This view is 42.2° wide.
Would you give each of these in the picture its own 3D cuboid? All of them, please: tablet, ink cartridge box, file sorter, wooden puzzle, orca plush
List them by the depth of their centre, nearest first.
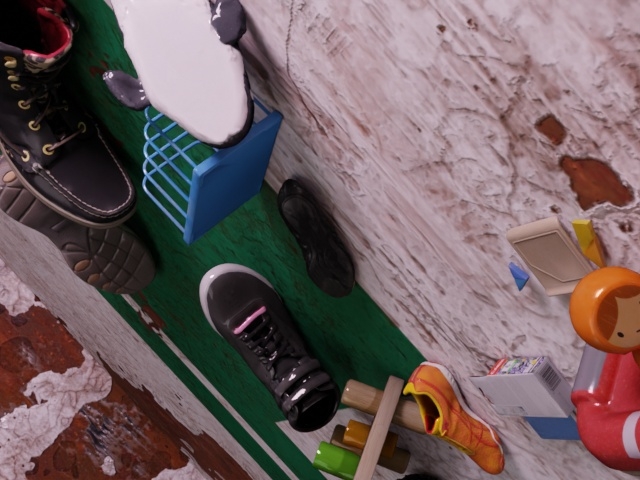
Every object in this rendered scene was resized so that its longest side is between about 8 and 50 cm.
[{"bbox_3d":[0.204,0.014,0.724,0.116,0.014,0.078,-9,116,59],"label":"wooden puzzle"},{"bbox_3d":[-0.161,-0.207,0.854,0.287,0.151,0.102,39,-176,9],"label":"orca plush"},{"bbox_3d":[0.215,0.157,0.888,0.063,0.029,0.115,51,154,-9],"label":"ink cartridge box"},{"bbox_3d":[0.255,0.199,0.911,0.054,0.006,0.083,50,154,-8],"label":"tablet"},{"bbox_3d":[-0.133,-0.098,0.942,0.104,0.118,0.170,45,154,9],"label":"file sorter"}]

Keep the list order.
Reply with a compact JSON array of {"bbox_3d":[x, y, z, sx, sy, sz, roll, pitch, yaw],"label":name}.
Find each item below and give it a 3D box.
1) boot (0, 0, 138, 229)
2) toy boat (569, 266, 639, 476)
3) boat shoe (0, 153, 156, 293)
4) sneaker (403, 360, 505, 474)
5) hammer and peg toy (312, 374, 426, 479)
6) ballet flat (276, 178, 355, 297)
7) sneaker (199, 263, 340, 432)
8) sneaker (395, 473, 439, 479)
[{"bbox_3d":[-0.384,-0.201,1.151,0.377,0.138,0.284,52,153,1],"label":"boot"},{"bbox_3d":[0.240,0.070,0.572,0.151,0.151,0.231,30,155,-11],"label":"toy boat"},{"bbox_3d":[-0.401,-0.044,1.412,0.355,0.132,0.130,54,-166,-43],"label":"boat shoe"},{"bbox_3d":[0.162,0.229,1.022,0.175,0.067,0.064,50,152,-10],"label":"sneaker"},{"bbox_3d":[0.029,0.386,1.117,0.127,0.361,0.266,20,149,7],"label":"hammer and peg toy"},{"bbox_3d":[0.000,0.000,0.979,0.057,0.049,0.173,-17,125,13],"label":"ballet flat"},{"bbox_3d":[-0.058,0.156,1.167,0.147,0.104,0.296,40,165,51],"label":"sneaker"},{"bbox_3d":[0.194,0.416,1.220,0.234,0.078,0.106,1,127,52],"label":"sneaker"}]
